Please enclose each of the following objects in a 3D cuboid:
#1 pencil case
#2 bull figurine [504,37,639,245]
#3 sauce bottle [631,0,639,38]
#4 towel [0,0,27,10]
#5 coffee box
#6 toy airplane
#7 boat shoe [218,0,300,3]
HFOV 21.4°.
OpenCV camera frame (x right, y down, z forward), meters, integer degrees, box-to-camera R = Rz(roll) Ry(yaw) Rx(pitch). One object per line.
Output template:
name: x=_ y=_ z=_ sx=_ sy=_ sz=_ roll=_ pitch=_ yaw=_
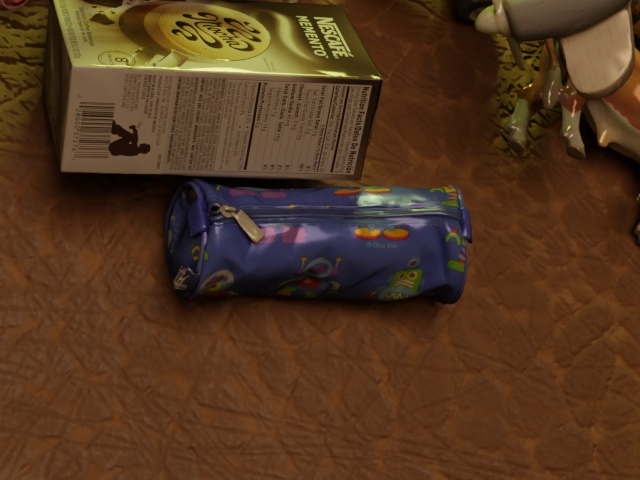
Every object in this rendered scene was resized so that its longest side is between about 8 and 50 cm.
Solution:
pencil case: x=0.000 y=0.000 z=1.646 sx=0.306 sy=0.133 sz=0.119 roll=1 pitch=68 yaw=-18
bull figurine: x=0.351 y=-0.114 z=1.815 sx=0.310 sy=0.101 sz=0.188 roll=34 pitch=66 yaw=-3
sauce bottle: x=0.382 y=-0.269 z=1.881 sx=0.344 sy=0.111 sz=0.111 roll=38 pitch=64 yaw=1
towel: x=-0.333 y=-0.297 z=1.586 sx=0.037 sy=0.329 sz=0.237 roll=52 pitch=56 yaw=-38
coffee box: x=-0.108 y=-0.150 z=1.639 sx=0.297 sy=0.119 sz=0.168 roll=0 pitch=32 yaw=-18
toy airplane: x=0.222 y=-0.374 z=1.690 sx=0.386 sy=0.272 sz=0.384 roll=36 pitch=102 yaw=38
boat shoe: x=-0.039 y=-0.355 z=1.792 sx=0.116 sy=0.123 sz=0.324 roll=39 pitch=61 yaw=-36
